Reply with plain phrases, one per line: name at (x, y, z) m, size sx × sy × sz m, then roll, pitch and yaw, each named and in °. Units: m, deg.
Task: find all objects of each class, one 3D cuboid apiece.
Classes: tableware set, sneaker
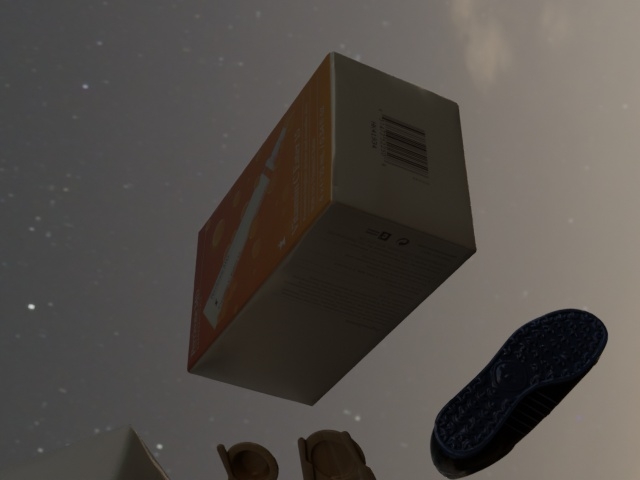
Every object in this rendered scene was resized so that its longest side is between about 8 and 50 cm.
tableware set at (-0.023, 0.248, 1.031) m, size 0.020 × 0.169 × 0.141 m, roll -55°, pitch -44°, yaw -62°
sneaker at (0.202, 0.160, 1.109) m, size 0.232 × 0.081 × 0.090 m, roll -33°, pitch -28°, yaw -20°

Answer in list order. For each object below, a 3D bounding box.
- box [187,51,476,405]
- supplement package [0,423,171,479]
box at (0.000, 0.000, 1.186) m, size 0.168 × 0.345 × 0.215 m, roll 18°, pitch -133°, yaw -22°
supplement package at (-0.142, 0.224, 0.363) m, size 0.145 × 0.204 × 0.262 m, roll 60°, pitch -161°, yaw -24°
